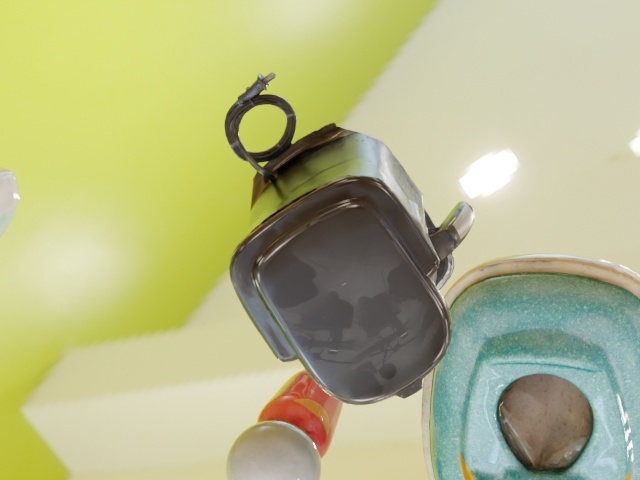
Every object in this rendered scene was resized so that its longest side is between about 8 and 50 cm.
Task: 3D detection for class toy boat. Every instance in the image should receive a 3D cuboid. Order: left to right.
[{"bbox_3d":[0.098,0.143,1.372,0.318,0.267,0.148,-1,-158,17],"label":"toy boat"}]

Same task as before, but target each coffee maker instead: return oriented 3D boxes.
[{"bbox_3d":[0.000,0.000,1.123,0.120,0.171,0.178,-56,-176,9],"label":"coffee maker"}]

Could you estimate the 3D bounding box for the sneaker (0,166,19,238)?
[{"bbox_3d":[-0.220,0.072,0.964,0.094,0.151,0.256,-3,-151,33],"label":"sneaker"}]
